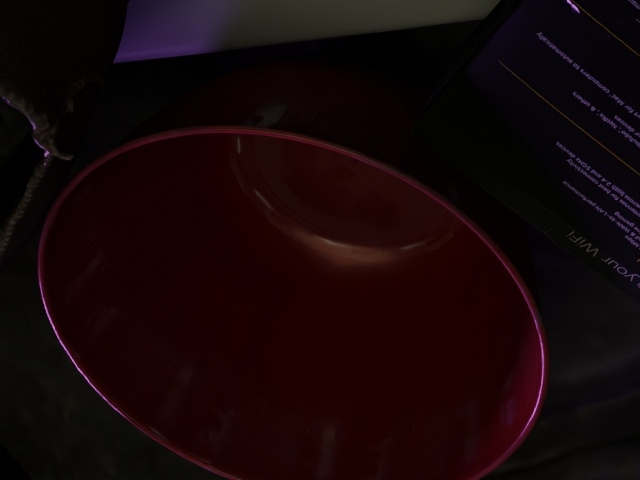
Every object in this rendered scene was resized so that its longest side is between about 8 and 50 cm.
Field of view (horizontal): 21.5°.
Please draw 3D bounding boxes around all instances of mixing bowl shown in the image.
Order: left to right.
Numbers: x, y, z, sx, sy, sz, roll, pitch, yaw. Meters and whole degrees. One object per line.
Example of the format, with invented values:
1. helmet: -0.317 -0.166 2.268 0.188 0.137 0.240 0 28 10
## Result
1. mixing bowl: 0.000 0.000 0.607 0.181 0.098 0.181 10 136 10

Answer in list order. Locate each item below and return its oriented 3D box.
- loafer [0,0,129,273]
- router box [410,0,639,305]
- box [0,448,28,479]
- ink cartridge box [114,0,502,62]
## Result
1. loafer: -0.184 0.009 0.584 0.134 0.130 0.366 22 131 -20
2. router box: 0.130 -0.022 0.489 0.179 0.046 0.133 37 148 -4
3. box: -0.218 0.181 0.837 0.184 0.103 0.261 -30 104 39
4. ink cartridge box: -0.054 -0.218 0.526 0.324 0.071 0.330 -4 120 28
